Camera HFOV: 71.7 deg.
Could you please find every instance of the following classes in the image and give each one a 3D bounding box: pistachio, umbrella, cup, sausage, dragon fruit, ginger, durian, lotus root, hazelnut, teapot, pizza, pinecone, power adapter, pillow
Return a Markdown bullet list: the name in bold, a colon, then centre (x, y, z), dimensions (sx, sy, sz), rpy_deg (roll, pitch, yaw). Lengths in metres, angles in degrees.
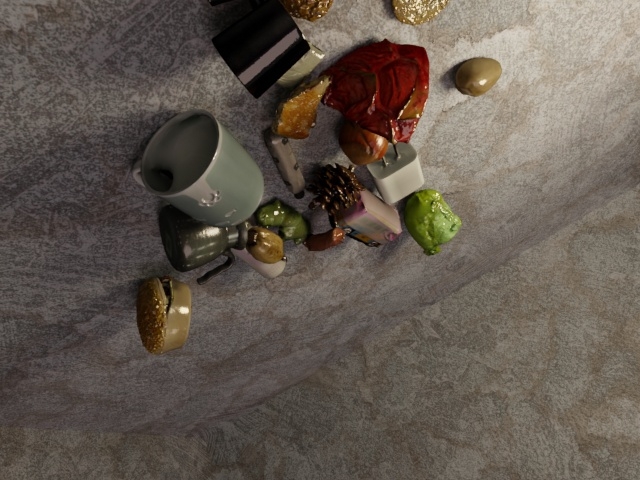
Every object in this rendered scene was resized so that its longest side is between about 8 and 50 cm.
- **pistachio**: centre (0.543, -0.564, 1.525), dimensions (0.185, 0.126, 0.108), rpy_deg (-21, -170, -17)
- **umbrella**: centre (-0.110, -0.249, 1.501), dimensions (0.073, 0.067, 0.337), rpy_deg (-24, 147, 0)
- **cup**: centre (-0.153, -0.475, 1.017), dimensions (0.177, 0.166, 0.239), rpy_deg (-35, 132, 10)
- **cup**: centre (-0.361, -0.178, 1.286), dimensions (0.357, 0.259, 0.274), rpy_deg (-6, 156, 24)
- **sausage**: centre (-0.001, 0.002, 1.776), dimensions (0.079, 0.087, 0.327), rpy_deg (33, 163, -19)
- **dragon fruit**: centre (0.145, -0.420, 1.333), dimensions (0.330, 0.302, 0.240), rpy_deg (3, 158, 0)
- **ginger**: centre (-0.137, -0.063, 1.717), dimensions (0.137, 0.089, 0.290), rpy_deg (-38, 147, 7)
- **durian**: centre (0.506, -0.097, 2.037), dimensions (0.340, 0.204, 0.256), rpy_deg (45, 140, -19)
- **lotus root**: centre (-0.197, 0.025, 1.637), dimensions (0.118, 0.125, 0.221), rpy_deg (-1, 158, 30)
- **hazelnut**: centre (0.153, -0.339, 1.483), dimensions (0.182, 0.182, 0.182), rpy_deg (-19, 147, -13)
- **teapot**: centre (-0.365, 0.006, 1.495), dimensions (0.285, 0.223, 0.305), rpy_deg (-16, 102, -31)
- **pizza**: centre (-0.065, -0.388, 1.288), dimensions (0.147, 0.069, 0.226), rpy_deg (-12, 147, -27)
- **pinecone**: centre (0.046, -0.184, 1.616), dimensions (0.212, 0.168, 0.185), rpy_deg (-34, 118, 30)
- **power adapter**: centre (0.286, -0.277, 1.706), dimensions (0.187, 0.124, 0.255), rpy_deg (-32, 148, 4)
- **pillow**: centre (-0.111, -0.498, 1.173), dimensions (0.230, 0.050, 0.148), rpy_deg (18, 120, -45)

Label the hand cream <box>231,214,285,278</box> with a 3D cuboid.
- **hand cream**: centre (-0.263, 0.023, 1.739), dimensions (0.185, 0.118, 0.358), rpy_deg (-33, 138, 5)

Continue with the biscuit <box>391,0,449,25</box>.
- **biscuit**: centre (0.289, -0.696, 1.209), dimensions (0.220, 0.033, 0.220), rpy_deg (-21, 146, -15)

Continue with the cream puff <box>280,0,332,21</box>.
- **cream puff**: centre (-0.031, -0.588, 1.055), dimensions (0.144, 0.103, 0.126), rpy_deg (8, 135, -35)

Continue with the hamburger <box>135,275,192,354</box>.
- **hamburger**: centre (-0.597, 0.278, 1.664), dimensions (0.170, 0.302, 0.302), rpy_deg (8, 134, -31)

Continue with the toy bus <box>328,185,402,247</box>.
- **toy bus**: centre (0.201, -0.090, 1.826), dimensions (0.162, 0.171, 0.386), rpy_deg (-18, 156, 31)
